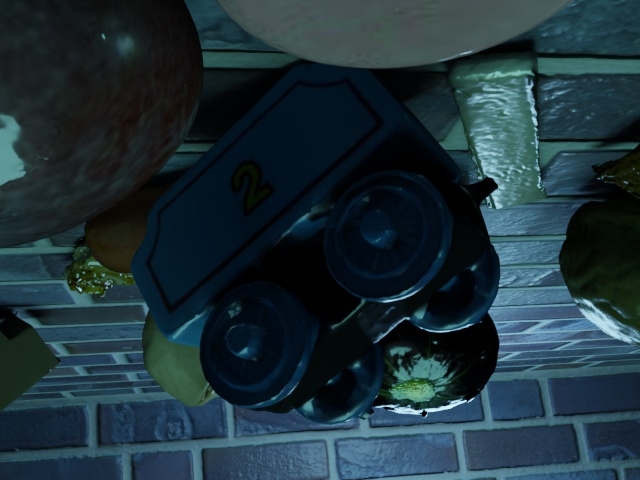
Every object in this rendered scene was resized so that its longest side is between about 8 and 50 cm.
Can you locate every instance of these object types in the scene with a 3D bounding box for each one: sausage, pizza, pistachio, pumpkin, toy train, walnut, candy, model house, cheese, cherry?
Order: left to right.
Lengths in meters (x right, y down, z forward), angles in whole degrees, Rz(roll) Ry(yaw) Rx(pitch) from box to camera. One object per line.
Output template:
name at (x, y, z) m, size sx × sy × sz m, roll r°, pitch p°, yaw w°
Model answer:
model house at (-0.658, 0.197, 1.474) m, size 0.248 × 0.181 × 0.176 m, roll 14°, pitch 136°, yaw 41°
cherry at (-0.200, -0.100, 0.470) m, size 0.236 × 0.213 × 0.285 m, roll -5°, pitch 174°, yaw 32°
pizza at (-0.318, 0.046, 1.161) m, size 0.161 × 0.063 × 0.182 m, roll -8°, pitch 164°, yaw 18°
sausage at (-0.138, -0.021, 0.911) m, size 0.259 × 0.114 × 0.113 m, roll -8°, pitch 163°, yaw 16°
pistachio at (-0.150, 0.113, 1.154) m, size 0.193 × 0.214 × 0.318 m, roll 16°, pitch 130°, yaw -24°
toy train at (0.000, 0.000, 0.701) m, size 0.300 × 0.265 × 0.188 m, roll -42°, pitch 148°, yaw 13°
candy at (0.056, -0.191, 0.435) m, size 0.255 × 0.094 × 0.255 m, roll -4°, pitch 162°, yaw -1°
pumpkin at (0.190, 0.175, 1.475) m, size 0.295 × 0.296 × 0.296 m, roll -4°, pitch 163°, yaw -1°
cheese at (0.205, -0.105, 0.859) m, size 0.085 × 0.034 × 0.400 m, roll -5°, pitch 163°, yaw 17°
walnut at (0.455, 0.035, 1.046) m, size 0.283 × 0.227 × 0.283 m, roll 31°, pitch 171°, yaw 5°

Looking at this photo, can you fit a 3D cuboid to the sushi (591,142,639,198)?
sushi at (0.465, -0.065, 0.855) m, size 0.287 × 0.149 × 0.140 m, roll -14°, pitch 165°, yaw 10°
